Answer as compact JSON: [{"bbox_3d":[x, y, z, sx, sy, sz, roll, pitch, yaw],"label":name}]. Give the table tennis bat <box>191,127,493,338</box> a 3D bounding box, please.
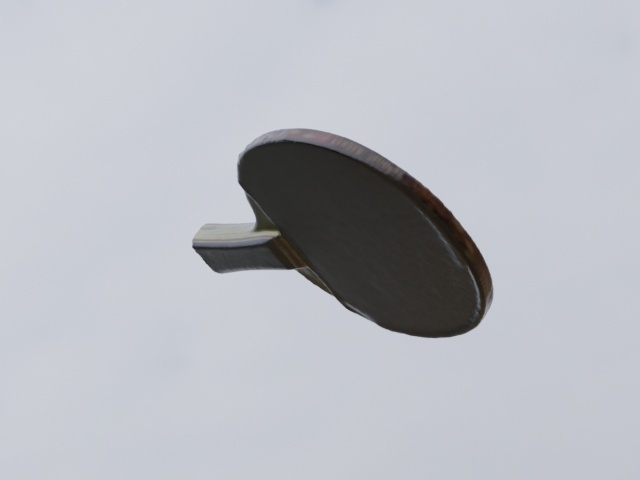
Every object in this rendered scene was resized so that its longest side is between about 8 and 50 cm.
[{"bbox_3d":[0.000,0.000,0.581,0.095,0.014,0.158,48,-25,-21],"label":"table tennis bat"}]
